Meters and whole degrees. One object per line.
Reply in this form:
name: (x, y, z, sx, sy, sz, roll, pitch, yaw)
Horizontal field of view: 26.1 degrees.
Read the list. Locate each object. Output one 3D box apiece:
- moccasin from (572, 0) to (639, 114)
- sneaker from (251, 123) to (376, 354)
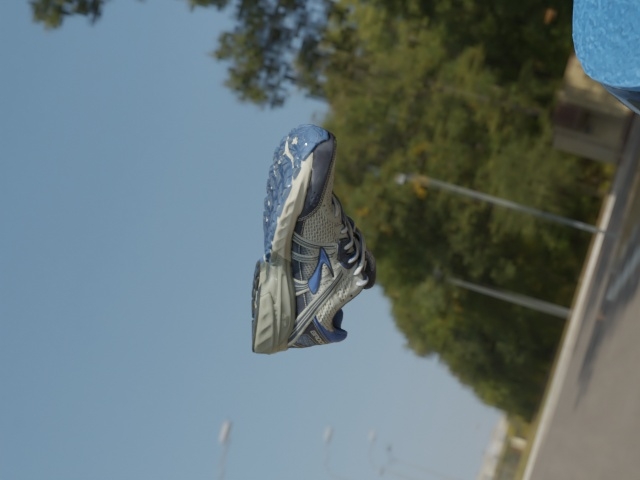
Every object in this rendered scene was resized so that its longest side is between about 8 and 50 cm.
moccasin: (0.223, -0.184, 0.521, 0.117, 0.137, 0.342, 32, -90, -37)
sneaker: (0.000, 0.000, 0.674, 0.052, 0.058, 0.135, -94, 11, -48)
